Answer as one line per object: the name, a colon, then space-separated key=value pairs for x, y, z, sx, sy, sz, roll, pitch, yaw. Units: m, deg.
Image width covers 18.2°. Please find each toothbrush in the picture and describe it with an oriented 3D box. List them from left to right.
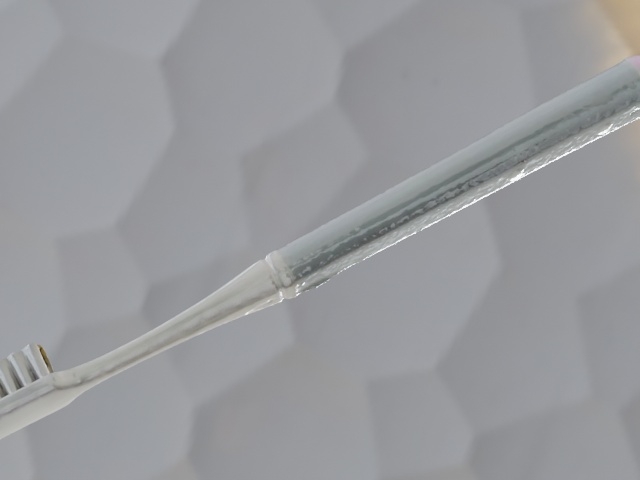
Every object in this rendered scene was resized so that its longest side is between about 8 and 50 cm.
toothbrush: x=0.001 y=0.002 z=0.878 sx=0.030 sy=0.342 sz=0.025 roll=61 pitch=173 yaw=26
